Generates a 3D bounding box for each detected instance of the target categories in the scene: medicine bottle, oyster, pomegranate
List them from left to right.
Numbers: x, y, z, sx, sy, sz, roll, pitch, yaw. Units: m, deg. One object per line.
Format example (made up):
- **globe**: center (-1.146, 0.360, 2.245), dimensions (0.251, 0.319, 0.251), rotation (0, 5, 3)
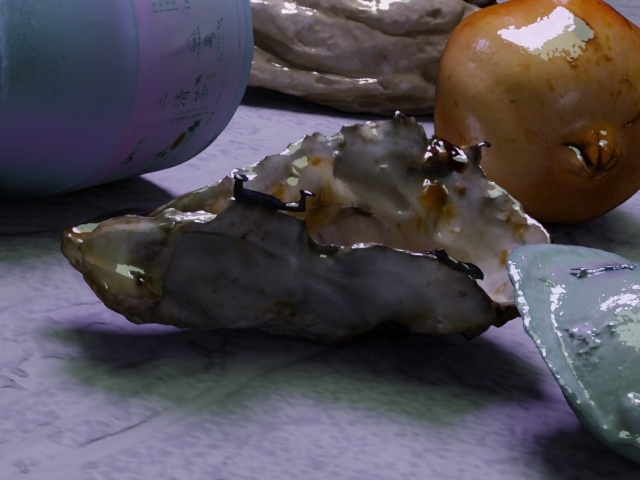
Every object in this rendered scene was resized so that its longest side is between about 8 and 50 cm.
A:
- **medicine bottle**: center (-0.228, -0.148, 1.244), dimensions (0.245, 0.245, 0.290), rotation (25, 25, 31)
- **oyster**: center (0.003, 0.006, 1.118), dimensions (0.337, 0.133, 0.198), rotation (-1, 27, -35)
- **pomegranate**: center (0.192, -0.112, 1.450), dimensions (0.209, 0.209, 0.209), rotation (10, 21, -4)

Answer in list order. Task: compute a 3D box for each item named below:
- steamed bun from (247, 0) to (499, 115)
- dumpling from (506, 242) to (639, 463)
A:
- **steamed bun**: center (0.089, -0.254, 1.723), dimensions (0.428, 0.189, 0.247), rotation (6, 29, -21)
- **dumpling**: center (0.197, 0.054, 1.080), dimensions (0.104, 0.149, 0.216), rotation (-22, 10, 31)
